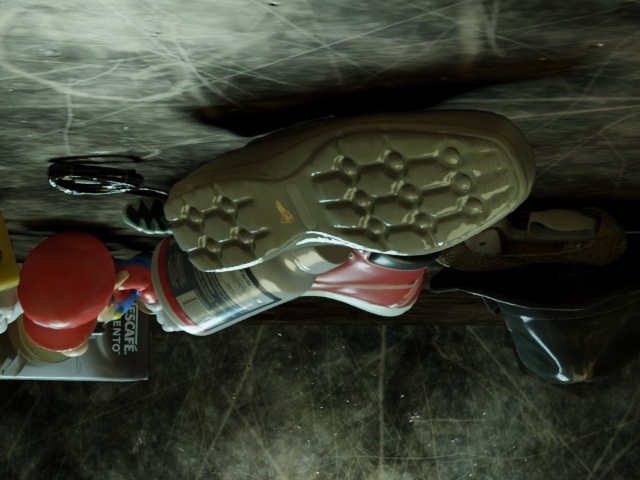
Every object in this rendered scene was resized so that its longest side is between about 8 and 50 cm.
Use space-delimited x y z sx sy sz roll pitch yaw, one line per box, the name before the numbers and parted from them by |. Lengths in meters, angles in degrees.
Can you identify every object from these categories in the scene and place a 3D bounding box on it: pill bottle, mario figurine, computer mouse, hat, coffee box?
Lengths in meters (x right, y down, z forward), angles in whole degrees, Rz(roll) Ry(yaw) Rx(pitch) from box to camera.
pill bottle | -0.064 0.015 1.546 0.180 0.108 0.108 -23 161 31
mario figurine | -0.287 0.087 1.982 0.198 0.170 0.320 -36 175 9
computer mouse | -0.118 -0.050 1.414 0.242 0.041 0.071 9 163 -11
hat | 0.270 0.079 1.737 0.331 0.134 0.331 -6 -170 1
coffee box | -0.405 0.119 2.334 0.297 0.168 0.119 3 173 -28

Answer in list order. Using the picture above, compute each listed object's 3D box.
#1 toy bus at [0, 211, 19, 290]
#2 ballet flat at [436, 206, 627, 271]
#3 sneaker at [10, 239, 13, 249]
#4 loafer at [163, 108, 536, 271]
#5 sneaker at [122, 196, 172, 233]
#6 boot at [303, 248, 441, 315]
toy bus | -0.411 0.034 1.649 0.202 0.104 0.191 -12 -172 20
ballet flat | 0.210 -0.009 1.660 0.206 0.073 0.067 -5 146 20
sneaker | -0.440 0.000 1.814 0.170 0.051 0.089 11 169 -35
loafer | 0.023 -0.048 1.169 0.319 0.112 0.111 -6 -153 40
sneaker | -0.159 -0.021 1.627 0.098 0.038 0.069 4 172 -22
boot | 0.000 0.000 1.695 0.244 0.088 0.176 11 156 -4
